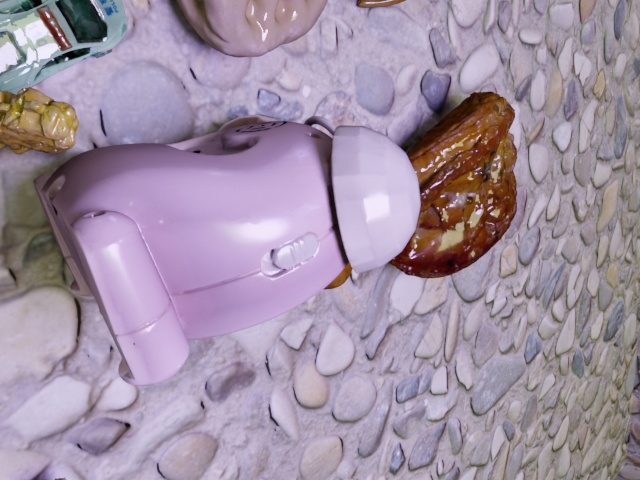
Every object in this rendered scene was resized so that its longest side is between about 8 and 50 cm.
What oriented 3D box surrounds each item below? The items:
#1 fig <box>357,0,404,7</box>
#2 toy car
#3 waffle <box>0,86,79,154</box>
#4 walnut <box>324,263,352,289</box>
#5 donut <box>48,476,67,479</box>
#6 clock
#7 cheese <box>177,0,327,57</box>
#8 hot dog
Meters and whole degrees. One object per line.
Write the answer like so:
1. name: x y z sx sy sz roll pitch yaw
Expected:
1. fig: 0.161 -0.456 0.814 0.175 0.175 0.207 -11 123 -40
2. toy car: -0.279 -0.213 0.532 0.186 0.058 0.094 -40 123 -27
3. waffle: -0.319 -0.121 0.461 0.194 0.148 0.051 17 73 -43
4. walnut: 0.000 0.000 0.805 0.116 0.115 0.207 -43 132 -26
5. donut: -0.370 0.330 0.584 0.165 0.065 0.108 -2 98 -44
6. clock: -0.100 -0.032 0.563 0.325 0.342 0.184 -22 121 -28
7. cheese: -0.080 -0.329 0.623 0.218 0.117 0.235 -56 149 -3
8. hot dog: 0.244 -0.102 0.959 0.387 0.174 0.267 -45 129 -26
